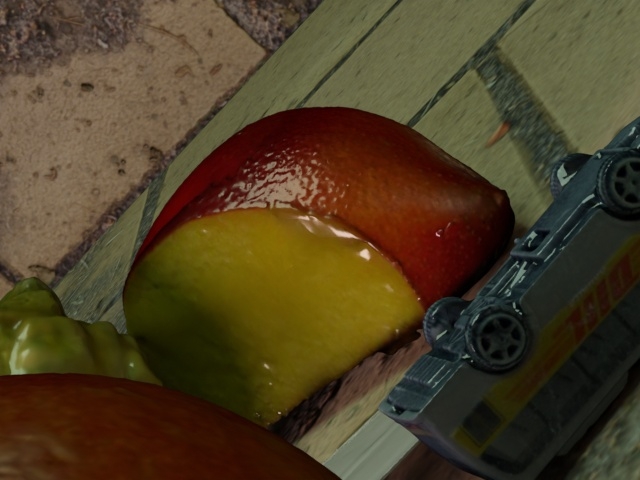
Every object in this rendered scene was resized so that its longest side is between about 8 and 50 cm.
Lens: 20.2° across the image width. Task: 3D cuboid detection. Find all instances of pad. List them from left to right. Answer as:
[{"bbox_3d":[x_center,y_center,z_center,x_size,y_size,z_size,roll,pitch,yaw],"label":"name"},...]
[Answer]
[{"bbox_3d":[0.020,0.105,0.866,0.232,0.004,0.156,-42,3,-32],"label":"pad"}]

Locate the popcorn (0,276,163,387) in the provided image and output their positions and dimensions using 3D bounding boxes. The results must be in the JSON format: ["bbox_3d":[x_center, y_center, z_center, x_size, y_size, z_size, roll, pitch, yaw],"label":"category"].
[{"bbox_3d":[-0.186,0.175,1.052,0.286,0.173,0.225,-60,27,32],"label":"popcorn"}]

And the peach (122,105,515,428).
[{"bbox_3d":[-0.006,-0.003,1.073,0.267,0.154,0.159,-38,14,43],"label":"peach"}]

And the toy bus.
[{"bbox_3d":[0.111,0.021,0.771,0.190,0.075,0.064,-49,13,-9],"label":"toy bus"}]

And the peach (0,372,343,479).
[{"bbox_3d":[-0.081,0.152,0.528,0.248,0.274,0.245,-39,30,14],"label":"peach"}]
